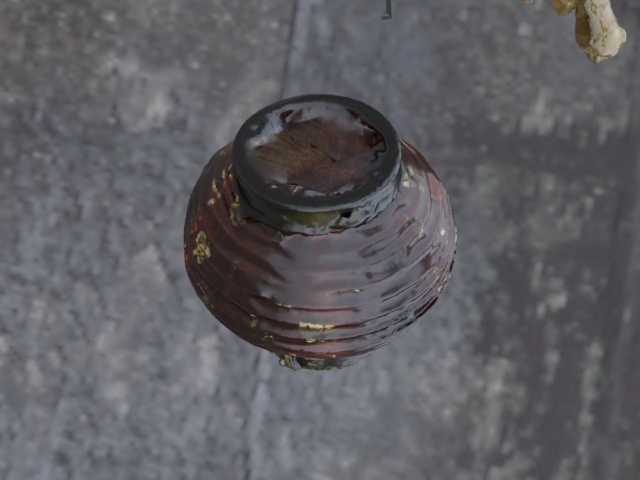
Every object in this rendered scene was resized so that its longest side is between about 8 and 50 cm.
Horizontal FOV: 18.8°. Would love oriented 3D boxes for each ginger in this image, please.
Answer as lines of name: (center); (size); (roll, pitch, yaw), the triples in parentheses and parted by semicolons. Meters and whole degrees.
ginger: (0.238, -0.250, 1.919); (0.067, 0.096, 0.165); (-65, 135, -82)

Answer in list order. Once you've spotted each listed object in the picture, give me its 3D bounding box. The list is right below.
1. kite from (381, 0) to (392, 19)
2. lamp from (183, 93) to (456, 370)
kite: (0.062, -0.261, 1.658); (0.011, 0.139, 0.157); (7, 77, -14)
lamp: (0.000, 0.000, 1.646); (0.247, 0.247, 0.247); (-24, 120, -50)
